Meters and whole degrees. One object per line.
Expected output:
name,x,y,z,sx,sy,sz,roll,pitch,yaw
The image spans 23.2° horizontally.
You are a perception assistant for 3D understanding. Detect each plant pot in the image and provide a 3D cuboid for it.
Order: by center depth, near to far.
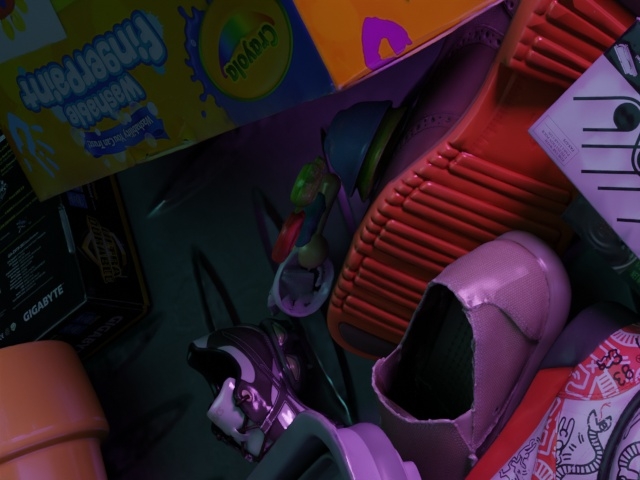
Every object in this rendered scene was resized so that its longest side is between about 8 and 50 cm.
plant pot,-0.265,0.241,1.252,0.254,0.254,0.239,-36,75,32

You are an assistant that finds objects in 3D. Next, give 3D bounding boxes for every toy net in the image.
toy net,0.000,0.000,1.115,0.045,0.122,0.232,24,140,4

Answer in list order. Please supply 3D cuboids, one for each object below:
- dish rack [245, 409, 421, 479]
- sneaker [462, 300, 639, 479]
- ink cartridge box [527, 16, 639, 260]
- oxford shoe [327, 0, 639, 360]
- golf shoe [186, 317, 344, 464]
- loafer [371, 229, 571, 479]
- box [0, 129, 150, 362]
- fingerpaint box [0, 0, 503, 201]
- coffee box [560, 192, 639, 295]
dish rack,0.021,0.279,1.007,0.333,0.072,0.285,122,133,-56
sneaker,0.161,0.184,0.964,0.145,0.090,0.270,39,106,42
ink cartridge box,0.225,-0.022,0.910,0.097,0.046,0.207,-47,72,25
oxford shoe,0.118,-0.071,1.058,0.363,0.130,0.132,-55,23,25
golf shoe,-0.037,0.144,1.141,0.198,0.094,0.077,58,133,36
loafer,0.075,0.114,1.027,0.102,0.092,0.268,40,123,45
box,-0.310,0.025,1.432,0.322,0.079,0.257,-37,58,32
fingerpaint box,-0.133,-0.251,1.087,0.445,0.163,0.371,-14,105,56
coffee box,0.245,-0.045,0.949,0.113,0.040,0.184,48,115,20
